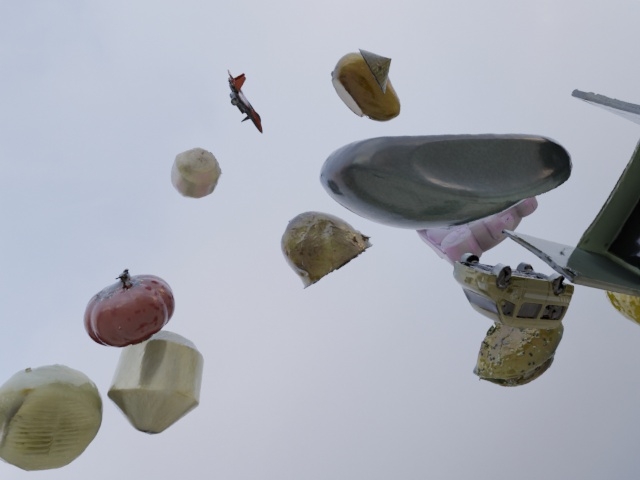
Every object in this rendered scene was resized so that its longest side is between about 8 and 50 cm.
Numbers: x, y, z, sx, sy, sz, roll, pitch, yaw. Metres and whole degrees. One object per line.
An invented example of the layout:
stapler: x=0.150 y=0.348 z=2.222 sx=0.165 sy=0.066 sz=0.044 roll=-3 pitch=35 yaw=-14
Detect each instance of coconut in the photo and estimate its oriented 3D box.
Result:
coconut: x=-0.285 y=-0.148 z=1.099 sx=0.110 sy=0.110 sz=0.124 roll=-7 pitch=-23 yaw=-31
coconut: x=-0.371 y=0.326 z=1.099 sx=0.202 sy=0.221 sz=0.202 roll=2 pitch=-35 yaw=2

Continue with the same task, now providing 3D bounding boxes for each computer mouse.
computer mouse: x=0.177 y=-0.075 z=0.663 sx=0.374 sy=0.203 sz=0.114 roll=-6 pitch=-91 yaw=-21

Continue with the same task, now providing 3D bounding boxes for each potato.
potato: x=0.000 y=0.000 z=1.728 sx=0.301 sy=0.237 sz=0.289 roll=-33 pitch=-2 yaw=35

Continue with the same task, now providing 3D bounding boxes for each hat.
hat: x=0.170 y=-0.493 z=1.353 sx=0.067 sy=0.145 sz=0.146 roll=-30 pitch=-46 yaw=15

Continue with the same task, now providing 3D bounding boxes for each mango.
mango: x=0.150 y=-0.490 z=1.554 sx=0.167 sy=0.130 sz=0.261 roll=-36 pitch=-90 yaw=5

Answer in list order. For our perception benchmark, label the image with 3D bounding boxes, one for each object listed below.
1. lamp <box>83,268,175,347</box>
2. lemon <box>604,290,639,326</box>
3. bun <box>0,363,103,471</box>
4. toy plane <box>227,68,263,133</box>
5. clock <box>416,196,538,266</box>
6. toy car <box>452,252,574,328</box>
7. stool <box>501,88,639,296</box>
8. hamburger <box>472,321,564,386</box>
lamp: x=-0.388 y=0.133 z=0.975 sx=0.182 sy=0.182 sz=0.140 roll=-27 pitch=-72 yaw=-18
lemon: x=0.726 y=0.058 z=1.002 sx=0.268 sy=0.267 sz=0.267 roll=-17 pitch=-54 yaw=-25
bun: x=-0.593 y=0.371 z=1.030 sx=0.230 sy=0.145 sz=0.229 roll=-11 pitch=-71 yaw=-36
toy plane: x=-0.209 y=-0.370 z=1.320 sx=0.061 sy=0.130 sz=0.189 roll=-20 pitch=-52 yaw=-1
clock: x=0.474 y=-0.075 z=1.496 sx=0.322 sy=0.295 sz=0.113 roll=-36 pitch=-64 yaw=1
toy car: x=0.363 y=0.104 z=0.922 sx=0.257 sy=0.101 sz=0.124 roll=8 pitch=-82 yaw=-29
stool: x=0.472 y=-0.060 z=0.733 sx=0.270 sy=0.170 sz=0.243 roll=11 pitch=-68 yaw=-25
hamburger: x=0.567 y=0.295 z=1.357 sx=0.168 sy=0.192 sz=0.287 roll=37 pitch=-99 yaw=-43
